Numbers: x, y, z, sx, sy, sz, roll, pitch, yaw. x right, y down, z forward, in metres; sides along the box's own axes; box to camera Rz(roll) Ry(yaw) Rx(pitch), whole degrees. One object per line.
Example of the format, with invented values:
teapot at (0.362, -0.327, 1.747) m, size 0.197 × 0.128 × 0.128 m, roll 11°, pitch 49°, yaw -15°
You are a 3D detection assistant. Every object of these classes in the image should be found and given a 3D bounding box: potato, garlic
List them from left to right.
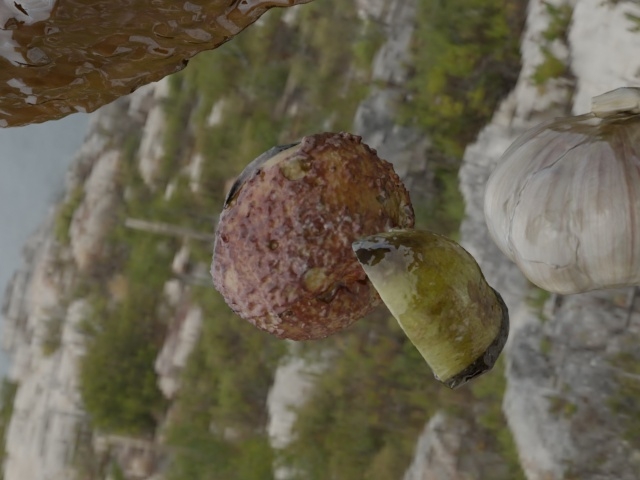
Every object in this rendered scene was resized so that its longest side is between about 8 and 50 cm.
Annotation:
potato at (0.071, 0.029, 0.826) m, size 0.066 × 0.103 × 0.096 m, roll -34°, pitch 52°, yaw 5°
garlic at (0.349, -0.049, 1.587) m, size 0.322 × 0.322 × 0.241 m, roll -28°, pitch 85°, yaw 58°

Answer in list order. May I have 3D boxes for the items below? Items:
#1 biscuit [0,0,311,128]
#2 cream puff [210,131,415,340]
biscuit at (-0.134, -0.274, 0.801) m, size 0.395 × 0.166 × 0.343 m, roll -17°, pitch 74°, yaw 42°
cream puff at (0.001, 0.000, 1.380) m, size 0.164 × 0.240 × 0.240 m, roll 26°, pitch 101°, yaw 50°
